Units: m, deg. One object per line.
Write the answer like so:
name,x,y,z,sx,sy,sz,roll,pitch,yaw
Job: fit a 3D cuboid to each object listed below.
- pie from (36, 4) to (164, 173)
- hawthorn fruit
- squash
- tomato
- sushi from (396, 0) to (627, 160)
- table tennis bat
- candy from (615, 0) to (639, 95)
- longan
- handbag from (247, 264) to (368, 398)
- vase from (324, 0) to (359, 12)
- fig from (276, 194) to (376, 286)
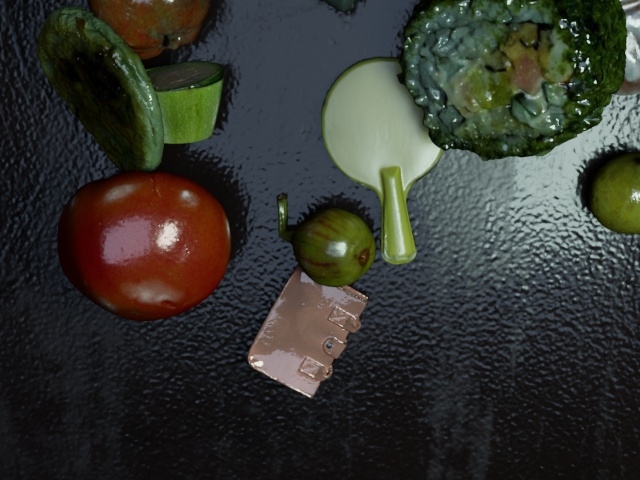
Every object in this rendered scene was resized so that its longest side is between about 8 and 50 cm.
pie,-0.363,-0.246,1.845,0.071,0.323,0.323,-35,98,-27
hawthorn fruit,-0.309,-0.442,1.848,0.210,0.210,0.262,-35,80,8
squash,-0.248,-0.239,1.897,0.170,0.170,0.122,2,112,3
tomato,-0.302,0.020,1.876,0.299,0.298,0.226,-3,67,4
sushi,0.310,-0.282,1.783,0.352,0.178,0.294,2,114,36
table tennis bat,0.123,-0.141,1.949,0.224,0.054,0.368,-8,95,3
candy,0.491,-0.390,1.829,0.214,0.157,0.289,-16,106,24
longan,0.544,-0.073,1.899,0.155,0.176,0.145,19,58,17
handbag,-0.023,0.165,2.003,0.157,0.059,0.212,29,100,-2
vase,-0.053,-0.527,1.837,0.321,0.173,0.173,28,100,4
fig,-0.001,0.008,1.931,0.186,0.142,0.147,-1,122,24
